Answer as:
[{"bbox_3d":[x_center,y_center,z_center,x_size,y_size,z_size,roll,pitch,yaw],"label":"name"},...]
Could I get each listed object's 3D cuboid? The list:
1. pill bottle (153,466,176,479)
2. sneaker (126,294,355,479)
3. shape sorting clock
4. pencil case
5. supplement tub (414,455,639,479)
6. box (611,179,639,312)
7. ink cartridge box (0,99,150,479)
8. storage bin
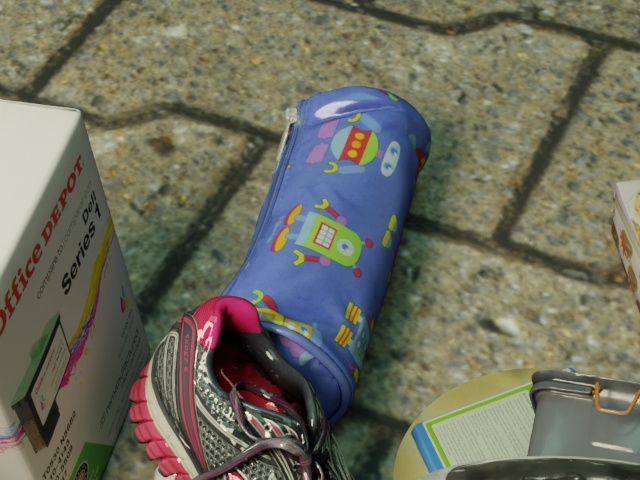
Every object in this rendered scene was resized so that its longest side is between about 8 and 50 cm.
[{"bbox_3d":[-0.098,0.215,0.945,0.065,0.065,0.116,-3,47,3],"label":"pill bottle"},{"bbox_3d":[-0.022,0.173,0.899,0.121,0.112,0.299,-20,63,-47],"label":"sneaker"},{"bbox_3d":[0.156,0.172,0.973,0.206,0.040,0.206,-9,42,8],"label":"shape sorting clock"},{"bbox_3d":[0.000,0.000,1.089,0.133,0.119,0.306,27,50,-10],"label":"pencil case"},{"bbox_3d":[0.130,0.304,0.723,0.207,0.207,0.338,0,62,6],"label":"supplement tub"},{"bbox_3d":[0.295,0.083,1.025,0.067,0.063,0.324,-8,48,0],"label":"box"},{"bbox_3d":[-0.225,0.064,0.950,0.117,0.278,0.201,7,50,12],"label":"ink cartridge box"},{"bbox_3d":[0.197,0.149,0.892,0.135,0.098,0.091,7,56,24],"label":"storage bin"}]
